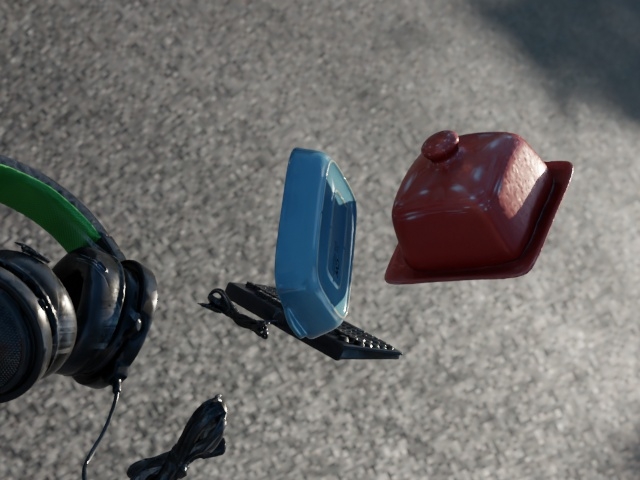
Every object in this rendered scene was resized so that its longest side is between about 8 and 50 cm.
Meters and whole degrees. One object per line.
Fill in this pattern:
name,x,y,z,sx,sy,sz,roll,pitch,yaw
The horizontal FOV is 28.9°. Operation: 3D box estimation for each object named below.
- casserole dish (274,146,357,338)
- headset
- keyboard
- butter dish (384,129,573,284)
casserole dish,0.000,0.000,1.127,0.114,0.037,0.188,57,33,-50
headset,-0.230,0.059,1.123,0.243,0.185,0.394,0,51,-56
keyboard,-0.045,0.109,1.766,0.202,0.317,0.033,3,101,-35
butter dish,0.129,-0.048,1.134,0.118,0.160,0.160,60,43,-31
